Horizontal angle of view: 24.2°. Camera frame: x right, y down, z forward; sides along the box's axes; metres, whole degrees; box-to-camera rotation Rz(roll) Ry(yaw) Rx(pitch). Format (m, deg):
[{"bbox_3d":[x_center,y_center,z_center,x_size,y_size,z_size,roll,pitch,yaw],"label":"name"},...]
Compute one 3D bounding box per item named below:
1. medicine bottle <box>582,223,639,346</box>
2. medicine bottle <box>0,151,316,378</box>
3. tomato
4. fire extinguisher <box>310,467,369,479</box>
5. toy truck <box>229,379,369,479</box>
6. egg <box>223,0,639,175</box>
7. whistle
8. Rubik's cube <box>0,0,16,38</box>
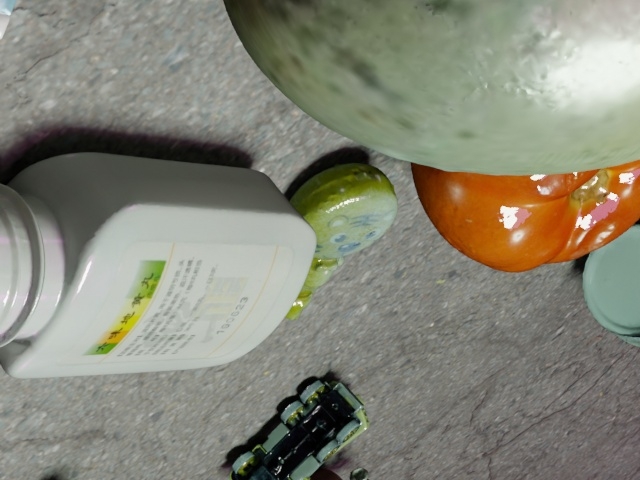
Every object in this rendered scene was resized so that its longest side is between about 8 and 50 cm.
[{"bbox_3d":[0.460,0.065,1.904,0.158,0.158,0.318,-49,150,19],"label":"medicine bottle"},{"bbox_3d":[-0.160,0.022,1.146,0.324,0.124,0.179,0,133,-52],"label":"medicine bottle"},{"bbox_3d":[0.197,-0.093,1.332,0.260,0.180,0.260,-29,148,-20],"label":"tomato"},{"bbox_3d":[-0.039,0.348,1.799,0.269,0.105,0.105,-24,149,-24],"label":"fire extinguisher"},{"bbox_3d":[-0.016,0.229,1.679,0.169,0.077,0.100,-47,165,9],"label":"toy truck"},{"bbox_3d":[0.140,-0.212,0.918,0.428,0.345,0.345,-15,147,-15],"label":"egg"},{"bbox_3d":[0.000,0.000,1.384,0.104,0.057,0.198,-4,145,-31],"label":"whistle"},{"bbox_3d":[-0.210,-0.164,0.863,0.075,0.084,0.073,14,101,-53],"label":"Rubik's cube"}]
